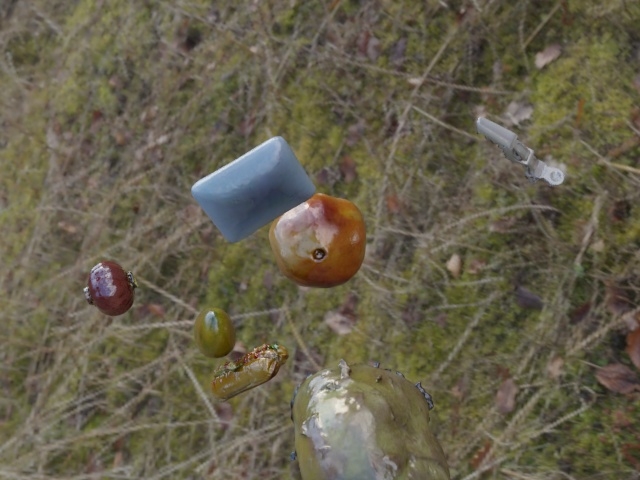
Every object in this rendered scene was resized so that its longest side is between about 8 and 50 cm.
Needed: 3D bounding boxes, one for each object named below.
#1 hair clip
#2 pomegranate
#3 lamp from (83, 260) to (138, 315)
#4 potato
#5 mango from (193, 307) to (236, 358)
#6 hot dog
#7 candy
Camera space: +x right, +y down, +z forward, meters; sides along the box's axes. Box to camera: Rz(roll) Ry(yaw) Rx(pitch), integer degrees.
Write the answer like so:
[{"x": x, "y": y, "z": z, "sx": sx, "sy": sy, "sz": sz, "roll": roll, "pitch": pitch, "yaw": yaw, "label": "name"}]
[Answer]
[{"x": 0.347, "y": -0.151, "z": 1.512, "sx": 0.072, "sy": 0.226, "sz": 0.034, "roll": 13, "pitch": 76, "yaw": 46, "label": "hair clip"}, {"x": 0.000, "y": 0.003, "z": 1.847, "sx": 0.209, "sy": 0.209, "sz": 0.209, "roll": -19, "pitch": 61, "yaw": 40, "label": "pomegranate"}, {"x": -0.366, "y": 0.084, "z": 1.525, "sx": 0.090, "sy": 0.101, "sz": 0.101, "roll": -22, "pitch": 48, "yaw": -10, "label": "lamp"}, {"x": 0.076, "y": 0.375, "z": 1.466, "sx": 0.237, "sy": 0.289, "sz": 0.300, "roll": -69, "pitch": -15, "yaw": -78, "label": "potato"}, {"x": -0.227, "y": 0.199, "z": 1.873, "sx": 0.163, "sy": 0.089, "sz": 0.111, "roll": 164, "pitch": 89, "yaw": -80, "label": "mango"}, {"x": -0.165, "y": 0.279, "z": 1.871, "sx": 0.250, "sy": 0.076, "sz": 0.104, "roll": -28, "pitch": 12, "yaw": 47, "label": "hot dog"}, {"x": -0.107, "y": -0.082, "z": 1.427, "sx": 0.174, "sy": 0.138, "sz": 0.071, "roll": -30, "pitch": 40, "yaw": 4, "label": "candy"}]
